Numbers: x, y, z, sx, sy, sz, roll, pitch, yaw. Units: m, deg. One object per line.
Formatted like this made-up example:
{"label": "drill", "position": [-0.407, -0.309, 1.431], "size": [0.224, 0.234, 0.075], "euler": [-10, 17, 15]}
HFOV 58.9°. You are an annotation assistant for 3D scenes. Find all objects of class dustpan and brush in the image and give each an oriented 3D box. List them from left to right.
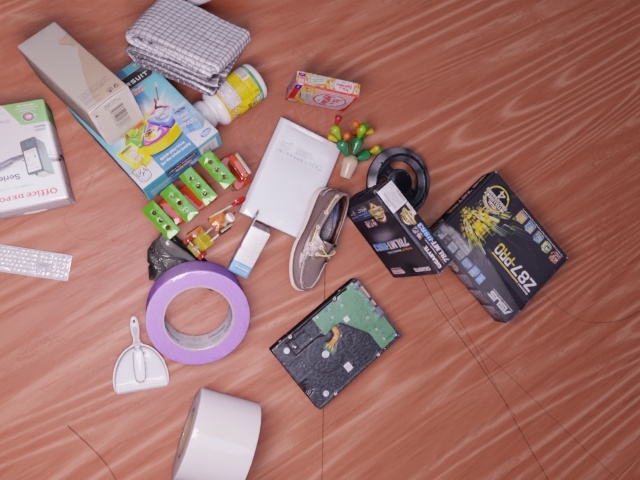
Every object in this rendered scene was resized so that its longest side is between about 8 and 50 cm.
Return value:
{"label": "dustpan and brush", "position": [-0.503, 0.314, 1.565], "size": [0.147, 0.060, 0.211], "euler": [-7, 88, -16]}

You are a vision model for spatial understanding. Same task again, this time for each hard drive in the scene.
{"label": "hard drive", "position": [-0.090, -0.185, 1.725], "size": [0.210, 0.040, 0.318], "euler": [24, 80, -13]}
{"label": "hard drive", "position": [0.046, 0.306, 1.714], "size": [0.339, 0.064, 0.237], "euler": [-40, 97, -14]}

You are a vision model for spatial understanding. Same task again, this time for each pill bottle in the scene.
{"label": "pill bottle", "position": [-0.268, -0.412, 1.653], "size": [0.208, 0.117, 0.117], "euler": [-39, 96, -15]}

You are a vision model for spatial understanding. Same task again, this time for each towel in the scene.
{"label": "towel", "position": [-0.364, -0.545, 1.583], "size": [0.284, 0.121, 0.235], "euler": [23, 50, -2]}

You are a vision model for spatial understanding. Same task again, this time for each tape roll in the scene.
{"label": "tape roll", "position": [-0.337, 0.198, 1.559], "size": [0.275, 0.090, 0.274], "euler": [-5, 108, -14]}
{"label": "tape roll", "position": [-0.278, 0.534, 1.516], "size": [0.169, 0.246, 0.246], "euler": [19, 81, -14]}

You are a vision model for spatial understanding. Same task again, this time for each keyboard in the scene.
{"label": "keyboard", "position": [-0.810, 0.055, 1.525], "size": [0.256, 0.014, 0.072], "euler": [10, 83, -14]}

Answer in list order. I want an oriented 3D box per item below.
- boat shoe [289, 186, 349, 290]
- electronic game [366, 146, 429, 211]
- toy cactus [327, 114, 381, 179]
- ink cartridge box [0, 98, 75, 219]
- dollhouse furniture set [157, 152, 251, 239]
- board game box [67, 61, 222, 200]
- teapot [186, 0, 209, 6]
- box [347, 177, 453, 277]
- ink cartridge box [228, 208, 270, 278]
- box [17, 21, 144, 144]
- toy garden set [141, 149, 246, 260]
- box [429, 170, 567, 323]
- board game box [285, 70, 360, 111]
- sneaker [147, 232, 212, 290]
{"label": "boat shoe", "position": [0.000, 0.000, 1.686], "size": [0.117, 0.097, 0.324], "euler": [24, 82, -45]}
{"label": "electronic game", "position": [0.248, -0.183, 1.806], "size": [0.229, 0.048, 0.229], "euler": [-2, 94, -23]}
{"label": "toy cactus", "position": [0.094, -0.279, 1.735], "size": [0.219, 0.112, 0.180], "euler": [17, 93, -53]}
{"label": "ink cartridge box", "position": [-0.790, -0.211, 1.497], "size": [0.199, 0.115, 0.272], "euler": [-15, 90, -16]}
{"label": "dollhouse furniture set", "position": [-0.330, -0.141, 1.607], "size": [0.259, 0.135, 0.262], "euler": [-37, 96, -15]}
{"label": "board game box", "position": [-0.478, -0.313, 1.550], "size": [0.254, 0.079, 0.336], "euler": [-42, 76, -14]}
{"label": "teapot", "position": [-0.306, -0.821, 1.648], "size": [0.256, 0.187, 0.252], "euler": [-37, 118, -40]}
{"label": "box", "position": [0.213, -0.025, 1.664], "size": [0.073, 0.295, 0.293], "euler": [-38, 97, -16]}
{"label": "ink cartridge box", "position": [-0.195, 0.007, 1.625], "size": [0.062, 0.104, 0.181], "euler": [27, 97, -11]}
{"label": "box", "position": [-0.617, -0.406, 1.464], "size": [0.311, 0.148, 0.121], "euler": [42, 74, 16]}
{"label": "toy garden set", "position": [-0.322, -0.088, 1.544], "size": [0.244, 0.049, 0.204], "euler": [-42, 95, -4]}
{"label": "box", "position": [0.575, 0.021, 1.863], "size": [0.318, 0.097, 0.395], "euler": [-42, 97, -11]}
{"label": "board game box", "position": [0.004, -0.449, 1.715], "size": [0.194, 0.147, 0.045], "euler": [8, 84, -14]}
{"label": "sneaker", "position": [-0.397, 0.085, 1.605], "size": [0.130, 0.087, 0.227], "euler": [-43, 119, 11]}
